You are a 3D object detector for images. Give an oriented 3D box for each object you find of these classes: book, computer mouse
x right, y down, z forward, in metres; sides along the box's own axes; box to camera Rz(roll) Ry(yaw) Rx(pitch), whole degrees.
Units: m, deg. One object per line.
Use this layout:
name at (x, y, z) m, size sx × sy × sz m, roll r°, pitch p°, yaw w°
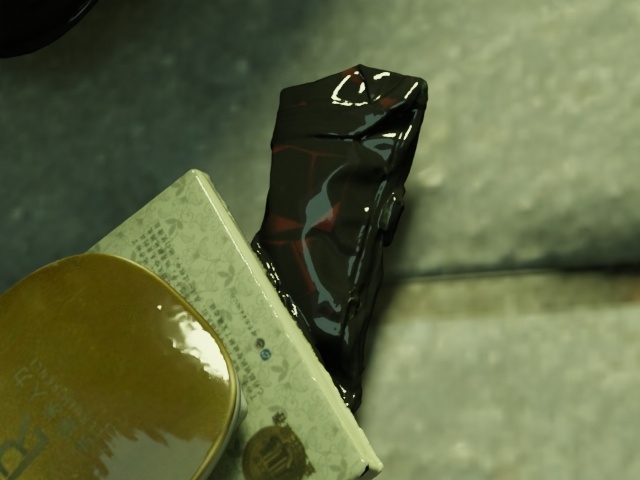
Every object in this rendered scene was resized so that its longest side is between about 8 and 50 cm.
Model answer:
book at (-0.079, 0.077, 0.646) m, size 0.182 × 0.014 × 0.127 m, roll -38°, pitch 66°, yaw 16°
computer mouse at (-0.106, 0.096, 0.623) m, size 0.102 × 0.045 × 0.199 m, roll 44°, pitch 100°, yaw 29°

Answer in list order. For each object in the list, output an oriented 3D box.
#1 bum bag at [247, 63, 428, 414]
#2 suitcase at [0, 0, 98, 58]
bum bag at (0.001, 0.000, 0.651) m, size 0.058 × 0.034 × 0.124 m, roll 12°, pitch 82°, yaw 28°
suitcase at (-0.119, -0.270, 0.689) m, size 0.339 × 0.188 × 0.345 m, roll 38°, pitch 86°, yaw 25°
